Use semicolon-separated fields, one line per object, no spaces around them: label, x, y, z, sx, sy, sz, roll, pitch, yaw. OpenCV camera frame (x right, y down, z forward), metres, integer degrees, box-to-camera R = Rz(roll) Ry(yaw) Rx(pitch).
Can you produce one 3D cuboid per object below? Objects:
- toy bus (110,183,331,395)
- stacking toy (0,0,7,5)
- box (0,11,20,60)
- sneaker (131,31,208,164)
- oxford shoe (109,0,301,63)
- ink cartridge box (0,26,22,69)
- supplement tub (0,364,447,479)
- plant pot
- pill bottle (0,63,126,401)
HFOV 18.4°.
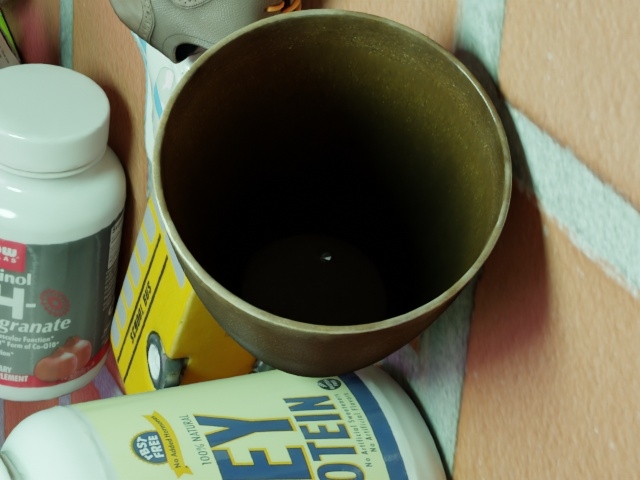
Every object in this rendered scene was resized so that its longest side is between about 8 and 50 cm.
toy bus;-0.081;0.024;1.573;0.333;0.108;0.130;113;144;-52
stacking toy;-0.563;-0.401;2.090;0.350;0.479;0.351;172;90;-68
box;-0.390;-0.173;2.325;0.178;0.042;0.109;104;150;-42
sneaker;-0.105;-0.161;1.611;0.092;0.087;0.229;6;110;58
oxford shoe;-0.040;-0.214;1.412;0.133;0.130;0.363;57;152;-13
ink cartridge box;-0.417;-0.080;2.014;0.151;0.395;0.270;24;162;16
supplement tub;-0.092;0.219;1.381;0.235;0.324;0.235;171;90;-67
plant pot;0.000;0.000;1.280;0.230;0.215;0.215;99;155;-66
pill bottle;-0.285;-0.009;1.955;0.176;0.176;0.319;-122;32;-44
